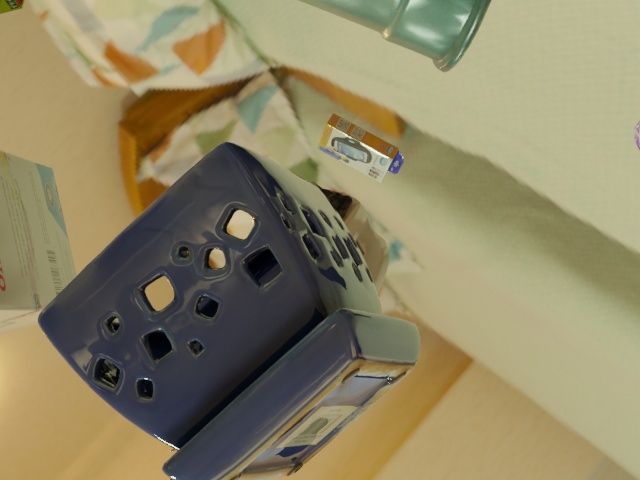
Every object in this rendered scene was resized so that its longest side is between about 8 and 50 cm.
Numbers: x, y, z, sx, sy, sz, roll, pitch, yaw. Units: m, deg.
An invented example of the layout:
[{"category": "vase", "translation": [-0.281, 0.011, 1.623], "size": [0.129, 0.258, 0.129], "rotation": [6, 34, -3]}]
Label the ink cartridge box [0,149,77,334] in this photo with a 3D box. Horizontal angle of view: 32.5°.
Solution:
[{"category": "ink cartridge box", "translation": [-0.431, 0.012, 1.282], "size": [0.270, 0.197, 0.198], "rotation": [30, -135, -81]}]

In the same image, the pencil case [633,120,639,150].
[{"category": "pencil case", "translation": [0.580, -0.192, 1.699], "size": [0.088, 0.206, 0.086], "rotation": [64, 159, -13]}]

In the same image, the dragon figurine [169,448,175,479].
[{"category": "dragon figurine", "translation": [-0.167, 0.301, 1.579], "size": [0.144, 0.289, 0.085], "rotation": [61, 161, 22]}]

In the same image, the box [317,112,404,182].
[{"category": "box", "translation": [0.066, -0.144, 1.763], "size": [0.136, 0.028, 0.081], "rotation": [30, 152, 4]}]

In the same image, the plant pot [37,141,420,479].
[{"category": "plant pot", "translation": [-0.060, 0.082, 0.967], "size": [0.212, 0.236, 0.236], "rotation": [51, -169, 20]}]

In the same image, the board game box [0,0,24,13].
[{"category": "board game box", "translation": [-0.410, -0.326, 1.208], "size": [0.092, 0.043, 0.181], "rotation": [-11, 140, 15]}]

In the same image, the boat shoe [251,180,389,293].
[{"category": "boat shoe", "translation": [0.000, 0.000, 1.679], "size": [0.158, 0.127, 0.340], "rotation": [28, 161, 22]}]

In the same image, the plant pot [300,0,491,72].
[{"category": "plant pot", "translation": [0.036, -0.407, 1.271], "size": [0.334, 0.341, 0.341], "rotation": [15, 168, -6]}]
